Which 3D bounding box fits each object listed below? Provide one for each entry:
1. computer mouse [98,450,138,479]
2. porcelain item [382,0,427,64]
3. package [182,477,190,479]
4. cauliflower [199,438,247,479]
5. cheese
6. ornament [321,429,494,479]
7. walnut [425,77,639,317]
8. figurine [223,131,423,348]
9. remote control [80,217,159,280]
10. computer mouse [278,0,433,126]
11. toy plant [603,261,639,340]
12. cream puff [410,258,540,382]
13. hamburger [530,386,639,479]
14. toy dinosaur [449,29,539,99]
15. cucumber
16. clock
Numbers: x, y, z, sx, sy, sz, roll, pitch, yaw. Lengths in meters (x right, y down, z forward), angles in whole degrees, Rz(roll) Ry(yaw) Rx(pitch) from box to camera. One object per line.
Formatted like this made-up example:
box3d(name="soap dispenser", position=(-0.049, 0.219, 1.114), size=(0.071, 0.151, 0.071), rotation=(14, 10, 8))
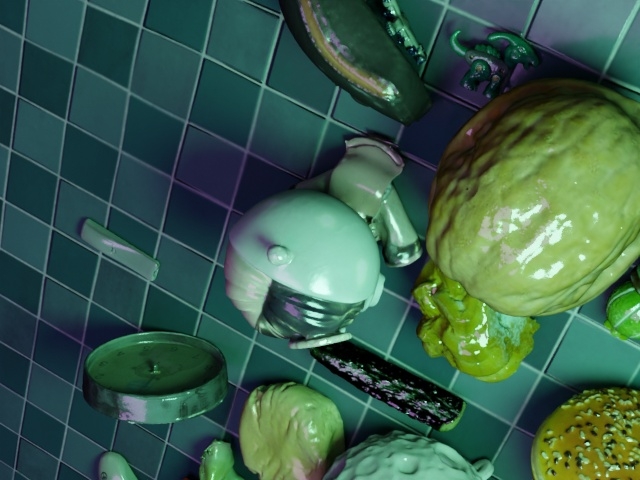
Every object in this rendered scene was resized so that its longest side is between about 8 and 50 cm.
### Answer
box3d(name="computer mouse", position=(-0.454, 0.570, 2.113), size=(0.089, 0.056, 0.181), rotation=(-28, 99, 39))
box3d(name="porcelain item", position=(0.115, -0.321, 1.378), size=(0.021, 0.075, 0.136), rotation=(-22, 101, 30))
box3d(name="package", position=(-0.290, 0.568, 2.038), size=(0.077, 0.033, 0.110), rotation=(29, 128, 1))
box3d(name="cauliflower", position=(-0.202, 0.599, 1.909), size=(0.327, 0.281, 0.260), rotation=(10, 136, -11))
box3d(name="cheese", position=(-0.060, 0.377, 1.786), size=(0.214, 0.117, 0.226), rotation=(0, 108, 32))
box3d(name="ornament", position=(0.140, 0.512, 1.621), size=(0.337, 0.337, 0.337), rotation=(11, 118, 23))
box3d(name="walnut", position=(0.307, -0.063, 1.265), size=(0.344, 0.306, 0.306), rotation=(-43, 90, 10))
box3d(name="figurine", position=(-0.009, -0.002, 1.433), size=(0.253, 0.361, 0.211), rotation=(14, 130, 25))
box3d(name="remote control", position=(-0.403, 0.020, 1.841), size=(0.184, 0.027, 0.050), rotation=(30, 124, 11))
box3d(name="computer mouse", position=(0.036, -0.296, 1.369), size=(0.116, 0.183, 0.323), rotation=(-37, 93, 11))
box3d(name="toy plant", position=(0.488, 0.085, 1.370), size=(0.093, 0.093, 0.162), rotation=(38, 127, 7))
box3d(name="cream puff", position=(0.232, 0.121, 1.475), size=(0.195, 0.195, 0.221), rotation=(-11, 103, 31))
box3d(name="hamburger", position=(0.466, 0.355, 1.398), size=(0.300, 0.300, 0.176), rotation=(23, 138, 16))
box3d(name="toy dinosaur", position=(0.247, -0.266, 1.354), size=(0.132, 0.059, 0.096), rotation=(28, 115, 3))
box3d(name="cucumber", position=(0.113, 0.251, 1.654), size=(0.303, 0.081, 0.072), rotation=(25, 79, 20))
box3d(name="clock", position=(-0.313, 0.254, 1.756), size=(0.281, 0.280, 0.055), rotation=(12, 112, 22))
